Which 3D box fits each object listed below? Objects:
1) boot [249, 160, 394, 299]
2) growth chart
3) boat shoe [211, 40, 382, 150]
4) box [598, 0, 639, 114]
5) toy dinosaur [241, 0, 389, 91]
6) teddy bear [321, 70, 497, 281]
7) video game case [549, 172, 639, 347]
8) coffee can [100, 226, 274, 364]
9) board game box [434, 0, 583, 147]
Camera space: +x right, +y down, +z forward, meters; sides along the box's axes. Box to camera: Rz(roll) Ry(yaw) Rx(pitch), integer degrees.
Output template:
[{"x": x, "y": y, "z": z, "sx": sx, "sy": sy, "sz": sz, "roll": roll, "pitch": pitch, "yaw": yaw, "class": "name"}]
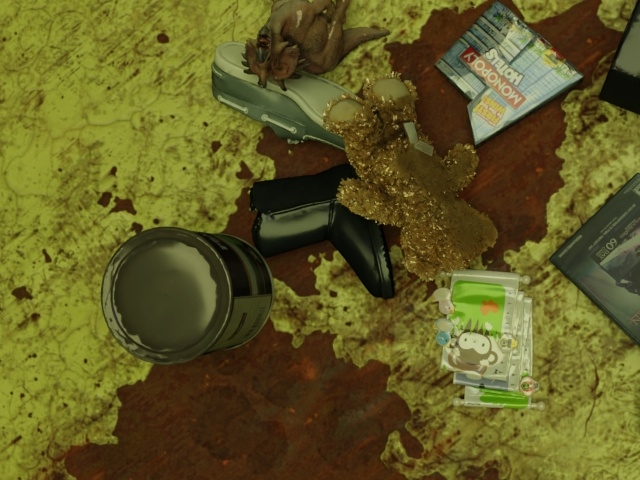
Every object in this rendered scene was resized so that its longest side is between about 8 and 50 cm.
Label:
[{"x": 0.000, "y": 0.000, "z": 1.711, "sx": 0.207, "sy": 0.094, "sz": 0.247, "roll": -16, "pitch": 79, "yaw": 6, "class": "boot"}, {"x": 0.268, "y": 0.159, "z": 1.696, "sx": 0.171, "sy": 0.021, "sz": 0.237, "roll": -5, "pitch": 87, "yaw": 12, "class": "growth chart"}, {"x": -0.040, "y": -0.216, "z": 1.740, "sx": 0.319, "sy": 0.116, "sz": 0.099, "roll": 29, "pitch": 130, "yaw": 6, "class": "boat shoe"}, {"x": 0.495, "y": -0.295, "z": 1.542, "sx": 0.103, "sy": 0.261, "sz": 0.184, "roll": 20, "pitch": 92, "yaw": 11, "class": "box"}, {"x": -0.024, "y": -0.315, "z": 1.671, "sx": 0.127, "sy": 0.295, "sz": 0.201, "roll": -3, "pitch": 81, "yaw": 45, "class": "toy dinosaur"}, {"x": 0.133, "y": -0.101, "z": 1.648, "sx": 0.338, "sy": 0.113, "sz": 0.245, "roll": 45, "pitch": 57, "yaw": -8, "class": "teddy bear"}, {"x": 0.494, "y": 0.039, "z": 1.571, "sx": 0.196, "sy": 0.026, "sz": 0.274, "roll": -45, "pitch": 42, "yaw": 7, "class": "video game case"}, {"x": -0.200, "y": 0.084, "z": 1.657, "sx": 0.201, "sy": 0.275, "sz": 0.202, "roll": 0, "pitch": 88, "yaw": 10, "class": "coffee can"}, {"x": 0.282, "y": -0.254, "z": 1.684, "sx": 0.194, "sy": 0.060, "sz": 0.194, "roll": 45, "pitch": 96, "yaw": 9, "class": "board game box"}]
